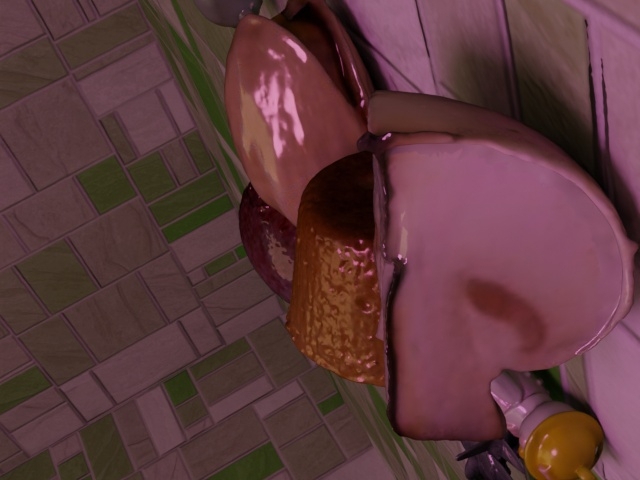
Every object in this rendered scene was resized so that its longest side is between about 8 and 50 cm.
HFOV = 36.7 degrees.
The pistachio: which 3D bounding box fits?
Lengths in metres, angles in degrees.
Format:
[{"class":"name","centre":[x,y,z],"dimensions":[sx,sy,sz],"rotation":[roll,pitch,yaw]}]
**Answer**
[{"class":"pistachio","centre":[-0.011,-0.121,0.923],"dimensions":[0.157,0.157,0.230],"rotation":[-134,24,-62]}]

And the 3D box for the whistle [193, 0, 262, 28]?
[{"class":"whistle","centre":[-0.128,-0.336,1.089],"dimensions":[0.244,0.092,0.110],"rotation":[63,173,-29]}]

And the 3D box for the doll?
[{"class":"doll","centre":[0.186,0.152,0.891],"dimensions":[0.129,0.081,0.207],"rotation":[42,-176,-42]}]

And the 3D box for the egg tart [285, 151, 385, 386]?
[{"class":"egg tart","centre":[0.064,0.011,0.844],"dimensions":[0.202,0.202,0.147],"rotation":[-128,25,-49]}]

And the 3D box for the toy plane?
[{"class":"toy plane","centre":[0.201,0.244,1.142],"dimensions":[0.212,0.088,0.267],"rotation":[57,180,29]}]

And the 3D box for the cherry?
[{"class":"cherry","centre":[0.000,0.000,1.201],"dimensions":[0.250,0.175,0.192],"rotation":[58,158,27]}]

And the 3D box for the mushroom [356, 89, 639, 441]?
[{"class":"mushroom","centre":[0.114,-0.001,0.653],"dimensions":[0.173,0.162,0.236],"rotation":[-81,-11,-59]}]
